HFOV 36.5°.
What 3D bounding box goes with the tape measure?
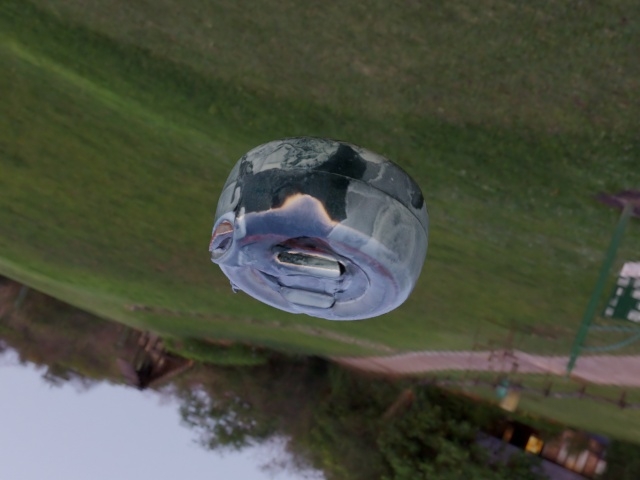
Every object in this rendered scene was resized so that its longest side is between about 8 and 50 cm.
[{"bbox_3d":[0.000,0.000,1.170,0.256,0.147,0.275,9,151,6],"label":"tape measure"}]
